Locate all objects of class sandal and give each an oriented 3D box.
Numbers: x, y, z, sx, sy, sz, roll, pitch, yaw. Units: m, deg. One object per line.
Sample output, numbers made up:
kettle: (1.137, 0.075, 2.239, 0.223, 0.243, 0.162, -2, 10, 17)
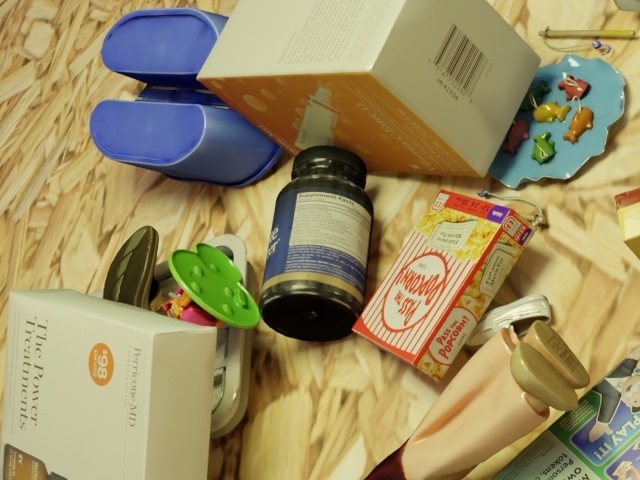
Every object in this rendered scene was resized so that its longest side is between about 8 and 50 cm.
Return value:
sandal: (-0.228, 0.090, 1.442, 0.090, 0.060, 0.219, -21, 63, 38)

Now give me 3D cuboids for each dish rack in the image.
dish rack: (-0.211, 0.163, 1.463, 0.333, 0.072, 0.285, -22, 49, 28)

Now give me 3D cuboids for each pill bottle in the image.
pill bottle: (0.000, 0.000, 1.360, 0.123, 0.123, 0.219, -16, 50, 32)

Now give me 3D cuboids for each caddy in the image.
caddy: (-0.174, -0.204, 1.631, 0.341, 0.179, 0.241, 10, 90, 44)

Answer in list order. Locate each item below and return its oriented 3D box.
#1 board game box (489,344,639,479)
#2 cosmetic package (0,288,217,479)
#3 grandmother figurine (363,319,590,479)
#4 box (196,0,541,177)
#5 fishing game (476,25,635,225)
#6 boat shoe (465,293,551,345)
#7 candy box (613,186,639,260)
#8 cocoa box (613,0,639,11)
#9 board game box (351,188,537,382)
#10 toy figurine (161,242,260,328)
board game box: (0.243, 0.251, 0.979, 0.317, 0.046, 0.213, -41, 40, -3)
cosmetic package: (-0.250, 0.260, 1.279, 0.284, 0.097, 0.377, 8, 96, 42)
grandmother figurine: (0.099, 0.212, 1.088, 0.342, 0.208, 0.104, -44, 75, 24)
box: (0.050, -0.207, 1.373, 0.345, 0.215, 0.168, 9, 67, 53)
fishing game: (0.259, -0.141, 1.303, 0.189, 0.041, 0.264, 17, 73, 49)
boat shoe: (0.195, 0.091, 1.189, 0.100, 0.035, 0.035, -25, 44, 17)
candy box: (0.347, 0.004, 1.003, 0.109, 0.187, 0.053, -21, 51, 28)
cocoa box: (0.434, -0.379, 1.138, 0.231, 0.228, 0.347, -50, 32, -12)
board game box: (0.131, 0.045, 1.239, 0.193, 0.045, 0.147, -57, 26, -5)
toy figurine: (-0.170, 0.102, 1.350, 0.159, 0.130, 0.173, -49, 18, 16)
